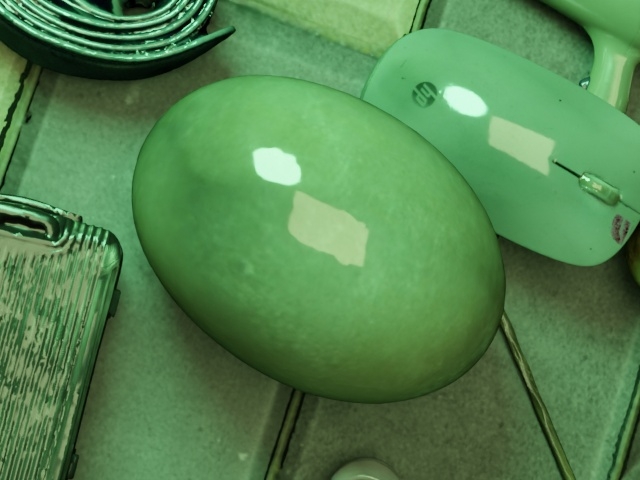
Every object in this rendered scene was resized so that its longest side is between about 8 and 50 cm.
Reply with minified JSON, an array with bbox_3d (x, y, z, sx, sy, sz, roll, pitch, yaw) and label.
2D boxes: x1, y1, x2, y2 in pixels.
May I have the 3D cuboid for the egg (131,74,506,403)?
[{"bbox_3d":[0.000,0.000,1.280,0.352,0.258,0.258,32,81,0],"label":"egg"}]

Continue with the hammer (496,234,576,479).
[{"bbox_3d":[0.194,0.118,1.431,0.058,0.029,0.292,-23,93,-10],"label":"hammer"}]

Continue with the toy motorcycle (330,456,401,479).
[{"bbox_3d":[0.090,0.315,1.369,0.112,0.112,0.254,-42,96,-11],"label":"toy motorcycle"}]

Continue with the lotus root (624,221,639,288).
[{"bbox_3d":[0.382,0.031,1.403,0.140,0.154,0.257,-28,81,-20],"label":"lotus root"}]

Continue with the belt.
[{"bbox_3d":[-0.198,-0.251,1.328,0.267,0.116,0.206,24,78,-6],"label":"belt"}]

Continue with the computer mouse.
[{"bbox_3d":[0.171,-0.094,1.362,0.288,0.097,0.159,29,87,14],"label":"computer mouse"}]

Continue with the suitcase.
[{"bbox_3d":[-0.298,0.114,1.278,0.202,0.128,0.312,14,84,-10],"label":"suitcase"}]

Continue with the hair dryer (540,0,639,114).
[{"bbox_3d":[0.230,-0.203,1.431,0.296,0.119,0.298,41,93,0],"label":"hair dryer"}]
